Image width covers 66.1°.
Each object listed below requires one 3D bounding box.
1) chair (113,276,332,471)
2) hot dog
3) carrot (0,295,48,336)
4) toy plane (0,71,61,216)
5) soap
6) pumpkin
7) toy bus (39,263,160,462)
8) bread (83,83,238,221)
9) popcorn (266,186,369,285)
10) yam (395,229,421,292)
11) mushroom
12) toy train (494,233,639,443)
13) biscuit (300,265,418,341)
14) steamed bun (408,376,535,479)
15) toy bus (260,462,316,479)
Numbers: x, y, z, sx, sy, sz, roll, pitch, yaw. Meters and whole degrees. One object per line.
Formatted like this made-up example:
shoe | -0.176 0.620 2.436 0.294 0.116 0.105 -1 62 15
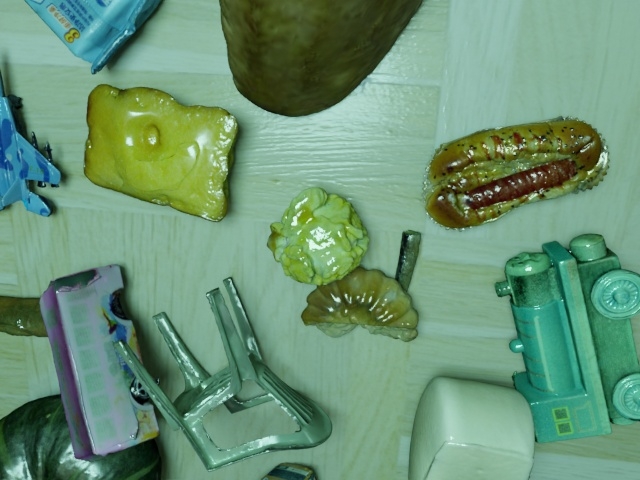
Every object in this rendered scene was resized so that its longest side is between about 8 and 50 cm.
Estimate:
chair | -0.130 0.205 0.732 0.190 0.203 0.275 -28 95 0
hot dog | 0.262 -0.095 0.678 0.252 0.069 0.131 -15 102 8
carrot | -0.542 0.121 0.818 0.342 0.070 0.070 4 105 6
toy plane | -0.470 -0.158 0.732 0.169 0.078 0.247 3 98 5
soap | -0.346 -0.382 0.658 0.156 0.077 0.293 -38 97 14
pumpkin | -0.414 0.394 0.799 0.300 0.207 0.300 0 89 -4
toy bus | -0.327 0.175 0.734 0.090 0.112 0.274 -30 74 37
bread | -0.227 -0.131 0.711 0.233 0.088 0.161 16 101 4
popcorn | 0.000 0.000 0.699 0.135 0.141 0.162 -9 132 -30
yam | 0.130 0.049 0.752 0.033 0.027 0.130 -9 115 -38
mushroom | 0.009 -0.314 0.541 0.224 0.314 0.397 27 111 2
toy train | 0.363 0.143 0.709 0.194 0.120 0.298 -15 103 14
biscuit | 0.055 0.099 0.743 0.183 0.061 0.118 3 100 18
steamed bun | 0.213 0.309 0.736 0.146 0.164 0.242 9 124 4
toy bus | -0.039 0.476 0.839 0.091 0.103 0.182 -9 106 38
